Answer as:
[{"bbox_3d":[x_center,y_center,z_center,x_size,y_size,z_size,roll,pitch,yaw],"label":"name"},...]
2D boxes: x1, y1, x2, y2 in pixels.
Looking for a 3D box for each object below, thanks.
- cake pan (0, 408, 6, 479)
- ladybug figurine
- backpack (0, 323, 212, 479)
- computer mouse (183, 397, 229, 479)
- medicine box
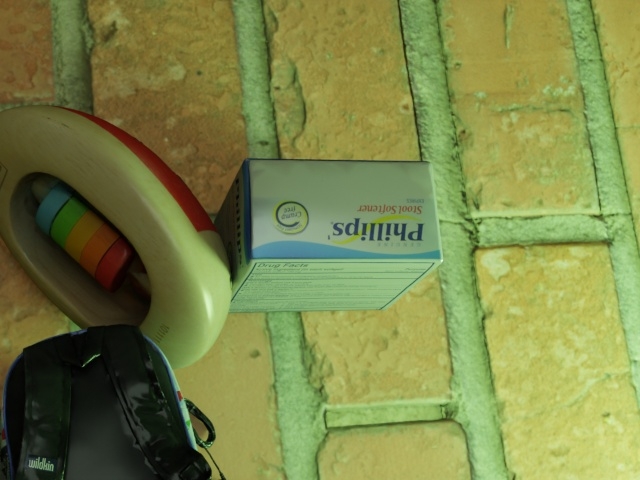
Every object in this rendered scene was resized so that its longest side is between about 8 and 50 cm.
[{"bbox_3d":[-0.321,0.310,1.719,0.293,0.054,0.293,5,66,-11],"label":"cake pan"},{"bbox_3d":[-0.288,-0.023,1.738,0.449,0.305,0.162,44,44,8],"label":"ladybug figurine"},{"bbox_3d":[-0.282,0.247,1.609,0.276,0.213,0.263,-7,77,-18],"label":"backpack"},{"bbox_3d":[-0.152,0.329,1.777,0.071,0.041,0.242,-6,62,-54],"label":"computer mouse"},{"bbox_3d":[0.000,0.000,1.787,0.263,0.289,0.149,0,73,-14],"label":"medicine box"}]
